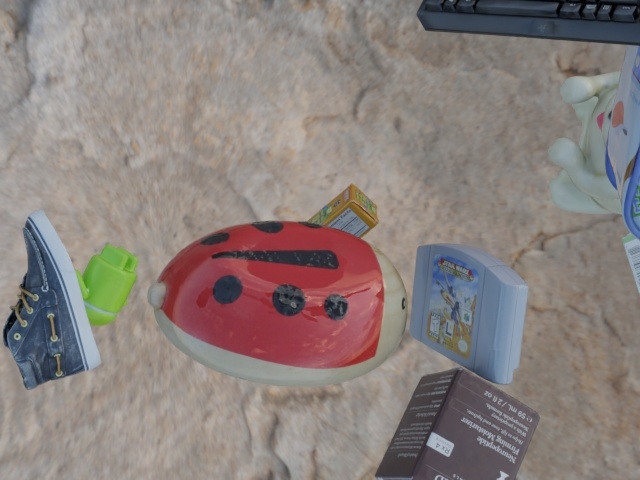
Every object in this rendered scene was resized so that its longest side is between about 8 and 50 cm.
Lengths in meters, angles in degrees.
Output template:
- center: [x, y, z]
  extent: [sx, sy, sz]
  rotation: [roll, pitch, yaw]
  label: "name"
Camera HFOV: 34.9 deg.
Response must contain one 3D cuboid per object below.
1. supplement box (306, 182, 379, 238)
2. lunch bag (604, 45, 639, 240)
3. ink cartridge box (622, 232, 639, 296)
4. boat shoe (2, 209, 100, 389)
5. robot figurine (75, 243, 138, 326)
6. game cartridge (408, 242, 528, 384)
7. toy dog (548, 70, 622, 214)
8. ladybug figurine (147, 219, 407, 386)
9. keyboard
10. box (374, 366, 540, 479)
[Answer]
- center: [0.000, 0.000, 1.902]
  extent: [0.233, 0.078, 0.080]
  rotation: [-38, 113, 18]
  label: "supplement box"
- center: [0.358, -0.096, 0.682]
  extent: [0.303, 0.115, 0.243]
  rotation: [7, 116, 5]
  label: "lunch bag"
- center: [0.475, 0.063, 1.231]
  extent: [0.235, 0.056, 0.171]
  rotation: [-4, 73, -37]
  label: "ink cartridge box"
- center: [-0.284, 0.064, 1.023]
  extent: [0.083, 0.065, 0.183]
  rotation: [-22, 116, -21]
  label: "boat shoe"
- center: [-0.291, 0.064, 1.367]
  extent: [0.067, 0.101, 0.115]
  rotation: [29, 94, 24]
  label: "robot figurine"
- center: [0.248, 0.110, 1.773]
  extent: [0.062, 0.297, 0.198]
  rotation: [-5, 104, -25]
  label: "game cartridge"
- center: [0.629, -0.177, 1.955]
  extent: [0.395, 0.408, 0.285]
  rotation: [24, 88, 10]
  label: "toy dog"
- center: [-0.052, 0.082, 1.642]
  extent: [0.449, 0.162, 0.305]
  rotation: [0, 48, -26]
  label: "ladybug figurine"
- center: [0.152, -0.167, 0.613]
  extent: [0.108, 0.180, 0.023]
  rotation: [-60, 140, -20]
  label: "keyboard"
- center: [0.227, 0.344, 1.697]
  extent: [0.168, 0.167, 0.203]
  rotation: [31, 70, -10]
  label: "box"
